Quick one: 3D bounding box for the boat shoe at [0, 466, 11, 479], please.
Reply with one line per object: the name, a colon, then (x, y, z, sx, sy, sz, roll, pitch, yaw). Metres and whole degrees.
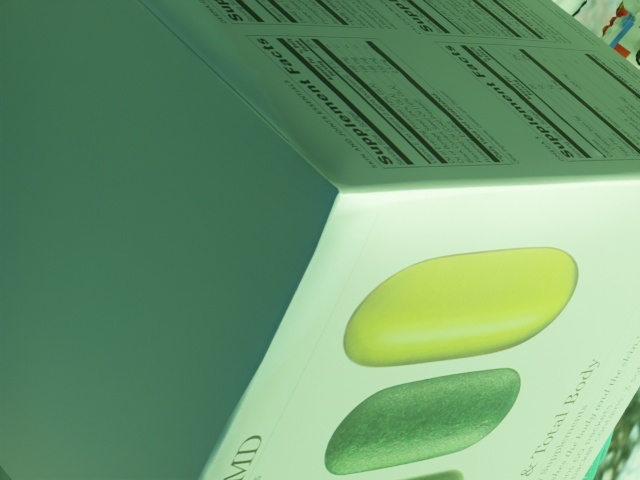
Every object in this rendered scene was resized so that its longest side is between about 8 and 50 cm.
boat shoe: (-0.232, 0.146, 0.766, 0.367, 0.136, 0.156, 21, 95, -45)

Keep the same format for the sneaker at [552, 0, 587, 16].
sneaker: (0.052, -0.184, 0.918, 0.153, 0.094, 0.235, -26, 136, -23)

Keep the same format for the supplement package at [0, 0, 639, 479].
supplement package: (0.000, 0.000, 0.802, 0.263, 0.198, 0.199, -4, 129, -46)

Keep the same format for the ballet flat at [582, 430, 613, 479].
ballet flat: (0.121, 0.134, 1.159, 0.087, 0.083, 0.247, -2, 110, -29)

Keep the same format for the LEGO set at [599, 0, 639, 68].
LEGO set: (0.114, -0.052, 1.024, 0.244, 0.060, 0.182, -54, -177, -8)
